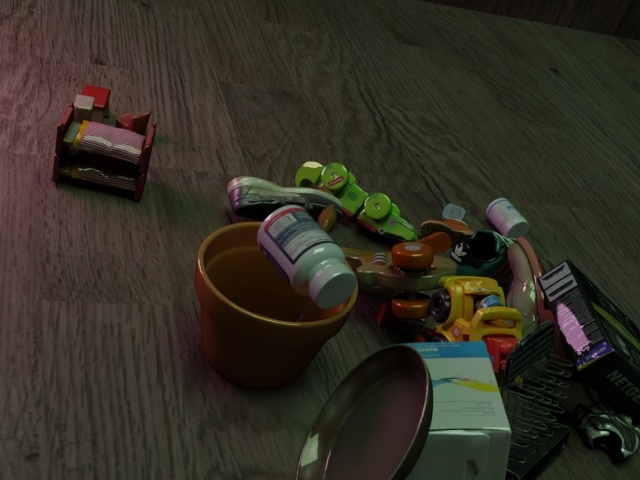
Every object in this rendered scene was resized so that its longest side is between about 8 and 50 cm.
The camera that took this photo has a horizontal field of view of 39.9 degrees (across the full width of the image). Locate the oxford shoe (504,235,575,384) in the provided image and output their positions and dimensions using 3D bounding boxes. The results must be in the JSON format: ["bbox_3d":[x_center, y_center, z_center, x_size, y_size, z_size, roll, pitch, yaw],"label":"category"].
[{"bbox_3d":[0.427,0.140,1.881,0.147,0.140,0.397,-22,33,17],"label":"oxford shoe"}]

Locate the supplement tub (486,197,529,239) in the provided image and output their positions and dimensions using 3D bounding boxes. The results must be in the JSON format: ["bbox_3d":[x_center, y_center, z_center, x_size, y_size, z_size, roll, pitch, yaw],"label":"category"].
[{"bbox_3d":[0.482,-0.054,2.274,0.071,0.071,0.107,-2,38,-28],"label":"supplement tub"}]

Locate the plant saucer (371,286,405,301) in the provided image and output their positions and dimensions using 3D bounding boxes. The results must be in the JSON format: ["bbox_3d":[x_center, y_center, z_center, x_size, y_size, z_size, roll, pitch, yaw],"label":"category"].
[{"bbox_3d":[0.152,0.102,1.939,0.083,0.015,0.083,13,33,-8],"label":"plant saucer"}]

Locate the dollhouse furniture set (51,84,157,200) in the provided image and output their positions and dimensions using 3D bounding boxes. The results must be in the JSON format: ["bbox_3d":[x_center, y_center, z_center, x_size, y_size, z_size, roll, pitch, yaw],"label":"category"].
[{"bbox_3d":[-0.481,-0.264,2.039,0.201,0.152,0.374,11,34,-11],"label":"dollhouse furniture set"}]

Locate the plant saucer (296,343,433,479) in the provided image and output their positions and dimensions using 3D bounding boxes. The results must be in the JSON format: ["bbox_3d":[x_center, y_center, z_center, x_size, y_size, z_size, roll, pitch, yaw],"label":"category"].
[{"bbox_3d":[0.075,0.306,1.377,0.050,0.310,0.310,34,29,-20],"label":"plant saucer"}]

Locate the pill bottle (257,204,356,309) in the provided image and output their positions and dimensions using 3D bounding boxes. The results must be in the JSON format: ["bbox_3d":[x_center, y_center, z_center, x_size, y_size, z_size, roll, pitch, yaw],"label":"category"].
[{"bbox_3d":[-0.021,0.031,1.506,0.108,0.108,0.180,-9,43,-35],"label":"pill bottle"}]

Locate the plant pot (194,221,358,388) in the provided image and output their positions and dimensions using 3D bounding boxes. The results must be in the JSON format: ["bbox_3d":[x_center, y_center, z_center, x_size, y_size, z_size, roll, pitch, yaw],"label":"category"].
[{"bbox_3d":[-0.099,0.131,1.606,0.291,0.203,0.291,13,33,-9],"label":"plant pot"}]

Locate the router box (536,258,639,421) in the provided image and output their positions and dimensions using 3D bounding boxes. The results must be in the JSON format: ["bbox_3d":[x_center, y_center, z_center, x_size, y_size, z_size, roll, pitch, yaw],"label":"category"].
[{"bbox_3d":[0.575,0.210,1.754,0.309,0.081,0.243,37,26,-35],"label":"router box"}]

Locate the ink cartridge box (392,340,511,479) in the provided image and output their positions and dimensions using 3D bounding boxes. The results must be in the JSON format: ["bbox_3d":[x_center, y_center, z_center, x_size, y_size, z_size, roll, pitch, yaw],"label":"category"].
[{"bbox_3d":[0.210,0.306,1.483,0.168,0.171,0.232,-1,29,-1],"label":"ink cartridge box"}]

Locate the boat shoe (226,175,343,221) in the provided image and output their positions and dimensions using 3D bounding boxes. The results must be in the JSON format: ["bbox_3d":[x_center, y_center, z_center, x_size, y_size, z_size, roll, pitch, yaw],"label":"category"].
[{"bbox_3d":[-0.078,-0.070,2.013,0.285,0.103,0.092,12,56,-27],"label":"boat shoe"}]

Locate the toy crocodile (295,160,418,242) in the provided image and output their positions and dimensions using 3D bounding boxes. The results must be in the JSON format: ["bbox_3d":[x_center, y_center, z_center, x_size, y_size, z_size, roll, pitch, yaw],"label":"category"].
[{"bbox_3d":[0.088,-0.088,2.110,0.341,0.105,0.115,36,1,16],"label":"toy crocodile"}]

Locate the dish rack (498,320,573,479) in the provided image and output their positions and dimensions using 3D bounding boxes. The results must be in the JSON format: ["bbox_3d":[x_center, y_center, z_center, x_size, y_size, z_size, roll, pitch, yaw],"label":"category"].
[{"bbox_3d":[0.382,0.284,1.569,0.074,0.271,0.208,17,26,34],"label":"dish rack"}]

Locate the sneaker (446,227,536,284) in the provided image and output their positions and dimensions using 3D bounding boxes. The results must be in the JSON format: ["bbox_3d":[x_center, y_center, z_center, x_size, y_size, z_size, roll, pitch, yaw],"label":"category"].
[{"bbox_3d":[0.416,0.032,2.072,0.302,0.121,0.108,-13,45,-39],"label":"sneaker"}]

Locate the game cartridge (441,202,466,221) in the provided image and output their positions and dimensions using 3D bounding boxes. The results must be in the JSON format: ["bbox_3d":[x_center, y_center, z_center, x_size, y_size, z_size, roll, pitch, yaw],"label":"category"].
[{"bbox_3d":[0.342,-0.067,2.275,0.056,0.017,0.083,27,34,6],"label":"game cartridge"}]

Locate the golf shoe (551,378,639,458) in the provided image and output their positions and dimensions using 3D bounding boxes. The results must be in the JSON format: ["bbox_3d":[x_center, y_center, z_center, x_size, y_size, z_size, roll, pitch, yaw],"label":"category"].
[{"bbox_3d":[0.529,0.345,1.715,0.198,0.077,0.094,34,37,24],"label":"golf shoe"}]

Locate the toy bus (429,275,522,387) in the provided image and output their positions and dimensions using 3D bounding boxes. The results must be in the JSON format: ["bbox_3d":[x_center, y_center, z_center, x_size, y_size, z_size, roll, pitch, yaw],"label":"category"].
[{"bbox_3d":[0.312,0.177,1.662,0.150,0.220,0.211,3,-3,-20],"label":"toy bus"}]

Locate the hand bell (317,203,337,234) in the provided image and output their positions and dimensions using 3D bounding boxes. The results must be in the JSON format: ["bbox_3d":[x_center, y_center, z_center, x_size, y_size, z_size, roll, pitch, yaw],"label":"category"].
[{"bbox_3d":[0.000,0.000,1.825,0.126,0.126,0.242,20,38,2],"label":"hand bell"}]

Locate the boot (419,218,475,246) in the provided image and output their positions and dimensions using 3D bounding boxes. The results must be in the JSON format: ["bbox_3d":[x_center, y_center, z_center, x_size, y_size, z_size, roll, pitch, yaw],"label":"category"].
[{"bbox_3d":[0.308,-0.025,2.167,0.158,0.059,0.084,15,29,-21],"label":"boot"}]

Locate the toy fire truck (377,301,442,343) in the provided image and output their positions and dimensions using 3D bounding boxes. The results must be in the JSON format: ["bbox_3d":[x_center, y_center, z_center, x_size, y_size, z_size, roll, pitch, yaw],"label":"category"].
[{"bbox_3d":[0.224,0.191,1.817,0.192,0.047,0.135,8,33,-17],"label":"toy fire truck"}]

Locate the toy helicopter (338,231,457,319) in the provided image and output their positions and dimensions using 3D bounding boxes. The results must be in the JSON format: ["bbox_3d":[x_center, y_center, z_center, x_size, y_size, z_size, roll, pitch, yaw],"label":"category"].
[{"bbox_3d":[0.124,0.041,1.871,0.355,0.140,0.235,10,22,31],"label":"toy helicopter"}]

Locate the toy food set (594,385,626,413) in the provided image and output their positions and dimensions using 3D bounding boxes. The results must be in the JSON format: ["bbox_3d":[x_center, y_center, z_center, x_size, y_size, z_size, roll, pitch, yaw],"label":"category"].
[{"bbox_3d":[0.603,0.327,1.826,0.083,0.020,0.083,-12,44,-38],"label":"toy food set"}]
